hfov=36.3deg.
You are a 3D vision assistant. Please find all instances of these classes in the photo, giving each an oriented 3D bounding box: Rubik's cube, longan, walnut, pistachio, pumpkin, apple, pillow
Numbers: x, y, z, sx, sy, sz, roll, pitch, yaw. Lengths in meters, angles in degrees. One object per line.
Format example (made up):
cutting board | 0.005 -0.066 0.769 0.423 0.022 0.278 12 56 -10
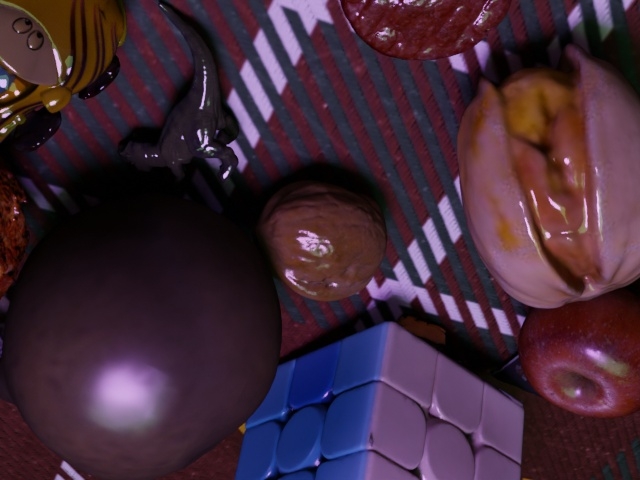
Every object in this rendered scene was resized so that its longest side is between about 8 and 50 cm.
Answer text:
Rubik's cube | 0.077 0.327 1.348 0.291 0.292 0.290 33 141 -28
longan | -0.212 0.116 1.126 0.360 0.361 0.361 -2 134 -2
walnut | 0.000 0.000 1.172 0.166 0.149 0.166 -3 164 -1
pistachio | 0.267 -0.055 1.084 0.229 0.230 0.309 -17 116 13
pumpkin | 0.130 0.153 1.389 0.074 0.054 0.083 16 135 -12
apple | 0.370 0.142 1.318 0.201 0.162 0.201 19 141 16
pillow | 0.340 0.201 1.453 0.150 0.048 0.090 22 121 -18

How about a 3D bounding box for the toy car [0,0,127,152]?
toy car | -0.302 -0.184 0.930 0.248 0.142 0.200 -42 116 6

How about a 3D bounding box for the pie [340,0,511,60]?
pie | 0.108 -0.259 0.988 0.182 0.050 0.182 -3 136 -3

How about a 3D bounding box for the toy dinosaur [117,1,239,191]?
toy dinosaur | -0.174 -0.135 1.065 0.187 0.087 0.179 -30 130 22

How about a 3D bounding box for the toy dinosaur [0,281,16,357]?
toy dinosaur | -0.397 0.131 1.256 0.077 0.162 0.294 -43 137 16

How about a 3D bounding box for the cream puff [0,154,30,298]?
cream puff | -0.422 -0.026 1.080 0.164 0.240 0.240 -15 153 -50
